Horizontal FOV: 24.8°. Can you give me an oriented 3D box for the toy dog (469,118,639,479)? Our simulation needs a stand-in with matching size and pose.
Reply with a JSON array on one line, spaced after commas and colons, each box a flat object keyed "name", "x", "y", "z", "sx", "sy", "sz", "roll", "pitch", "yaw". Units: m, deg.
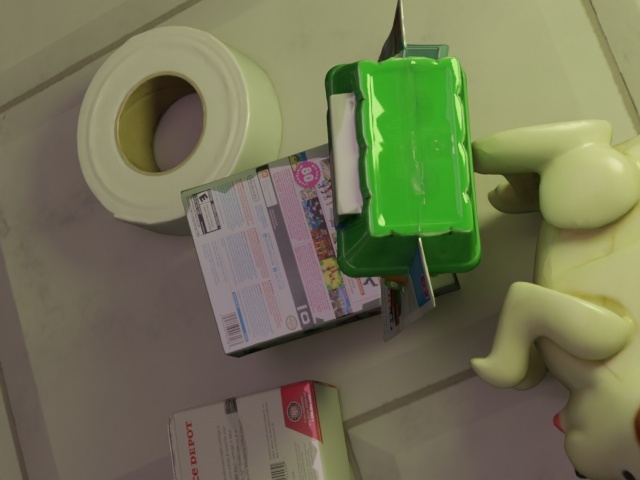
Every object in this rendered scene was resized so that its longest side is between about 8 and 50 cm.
[{"name": "toy dog", "x": 0.360, "y": 0.089, "z": 1.636, "sx": 0.395, "sy": 0.284, "sz": 0.408, "roll": -8, "pitch": 77, "yaw": 4}]

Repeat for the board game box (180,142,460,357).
[{"name": "board game box", "x": 0.000, "y": 0.000, "z": 1.848, "sx": 0.303, "sy": 0.097, "sz": 0.224, "roll": -17, "pitch": 79, "yaw": 8}]

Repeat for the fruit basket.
[{"name": "fruit basket", "x": 0.070, "y": -0.064, "z": 1.619, "sx": 0.165, "sy": 0.353, "sz": 0.327, "roll": -2, "pitch": 81, "yaw": -11}]

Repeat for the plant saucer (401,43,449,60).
[{"name": "plant saucer", "x": 0.125, "y": -0.168, "z": 1.916, "sx": 0.067, "sy": 0.018, "sz": 0.192, "roll": 4, "pitch": 81, "yaw": 27}]

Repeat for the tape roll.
[{"name": "tape roll", "x": -0.200, "y": -0.151, "z": 2.031, "sx": 0.286, "sy": 0.100, "sz": 0.286, "roll": -5, "pitch": 78, "yaw": 25}]

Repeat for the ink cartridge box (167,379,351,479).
[{"name": "ink cartridge box", "x": -0.079, "y": 0.283, "z": 1.891, "sx": 0.218, "sy": 0.092, "sz": 0.158, "roll": -15, "pitch": 74, "yaw": 22}]
